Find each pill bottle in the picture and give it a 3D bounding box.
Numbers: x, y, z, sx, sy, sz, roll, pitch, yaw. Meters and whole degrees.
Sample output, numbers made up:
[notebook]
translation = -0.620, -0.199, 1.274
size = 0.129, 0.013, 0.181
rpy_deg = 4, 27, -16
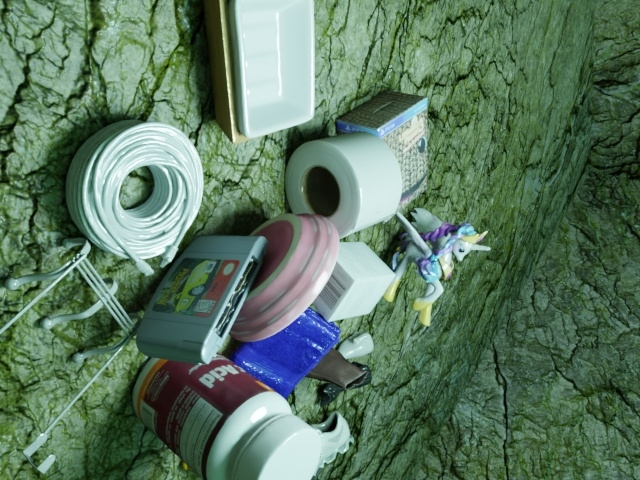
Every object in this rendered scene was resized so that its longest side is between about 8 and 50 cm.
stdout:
[pill bottle]
translation = -0.204, 0.388, 1.151
size = 0.224, 0.392, 0.224
rpy_deg = -28, 129, -41

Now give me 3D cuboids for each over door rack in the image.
[over door rack]
translation = -0.470, 0.184, 0.928
size = 0.239, 0.108, 0.324
rpy_deg = 73, 31, -42

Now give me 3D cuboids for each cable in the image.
[cable]
translation = -0.333, -0.094, 0.995
size = 0.257, 0.089, 0.257
rpy_deg = -58, 142, -14

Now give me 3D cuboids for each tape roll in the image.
[tape roll]
translation = 0.054, -0.137, 1.326
size = 0.169, 0.246, 0.246
rpy_deg = -21, 124, -44

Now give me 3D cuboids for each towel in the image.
[towel]
translation = -0.107, 0.305, 1.389
size = 0.228, 0.076, 0.308
rpy_deg = 35, 96, -36

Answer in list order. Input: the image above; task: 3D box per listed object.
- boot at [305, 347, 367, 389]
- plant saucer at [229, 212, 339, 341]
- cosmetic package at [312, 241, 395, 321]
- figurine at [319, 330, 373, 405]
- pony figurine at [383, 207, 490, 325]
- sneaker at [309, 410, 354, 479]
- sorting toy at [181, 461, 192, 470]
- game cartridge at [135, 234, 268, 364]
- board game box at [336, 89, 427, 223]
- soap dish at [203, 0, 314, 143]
[boot]
translation = -0.008, 0.365, 1.540
size = 0.248, 0.207, 0.090
rpy_deg = -6, 112, -50
[plant saucer]
translation = -0.110, 0.061, 1.179
size = 0.084, 0.332, 0.332
rpy_deg = 43, 72, -29
[cosmetic package]
translation = 0.070, 0.106, 1.458
size = 0.184, 0.151, 0.151
rpy_deg = -1, 130, -49
[figurine]
translation = 0.076, 0.425, 1.785
size = 0.209, 0.092, 0.214
rpy_deg = -23, 124, -39
[pony figurine]
translation = 0.324, 0.036, 1.723
size = 0.303, 0.351, 0.363
rpy_deg = 6, 122, -49
[sneaker]
translation = -0.039, 0.688, 1.768
size = 0.330, 0.122, 0.146
rpy_deg = -33, 114, -36
[sorting toy]
translation = -0.294, 0.669, 1.460
size = 0.126, 0.127, 0.365
rpy_deg = -11, 124, -15
[game cartridge]
translation = -0.243, 0.106, 1.092
size = 0.060, 0.196, 0.294
rpy_deg = 58, 42, -39
[board game box]
translation = 0.182, -0.238, 1.518
size = 0.232, 0.141, 0.291
rpy_deg = -38, 135, -34
[soap dish]
translation = -0.120, -0.366, 1.093
size = 0.229, 0.118, 0.290
rpy_deg = -29, 129, -41
